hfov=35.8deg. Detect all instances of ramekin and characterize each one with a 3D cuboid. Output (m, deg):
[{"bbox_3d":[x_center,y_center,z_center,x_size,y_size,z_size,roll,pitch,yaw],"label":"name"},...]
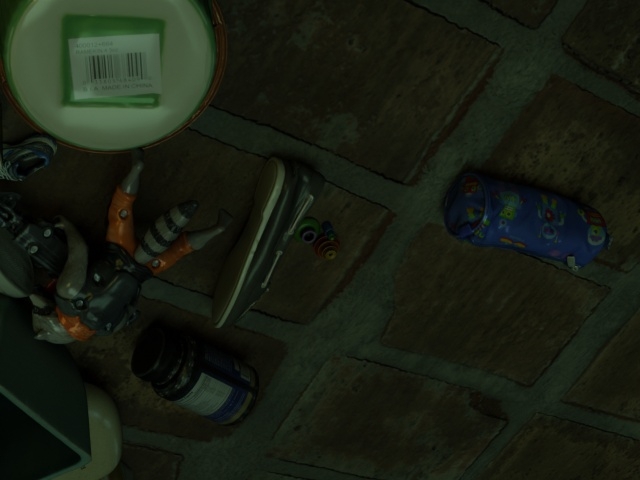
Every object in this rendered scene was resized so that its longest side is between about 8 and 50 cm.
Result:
[{"bbox_3d":[-0.281,-0.267,1.320,0.303,0.148,0.303,-9,128,-12],"label":"ramekin"}]

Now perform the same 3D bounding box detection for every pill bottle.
[{"bbox_3d":[-0.225,0.241,1.779,0.219,0.123,0.123,34,110,-35],"label":"pill bottle"}]

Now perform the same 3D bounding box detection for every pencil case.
[{"bbox_3d":[0.370,-0.028,1.777,0.306,0.133,0.119,13,153,-26],"label":"pencil case"}]

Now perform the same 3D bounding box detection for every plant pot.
[{"bbox_3d":[-0.523,0.230,1.572,0.247,0.252,0.248,-24,131,15],"label":"plant pot"}]

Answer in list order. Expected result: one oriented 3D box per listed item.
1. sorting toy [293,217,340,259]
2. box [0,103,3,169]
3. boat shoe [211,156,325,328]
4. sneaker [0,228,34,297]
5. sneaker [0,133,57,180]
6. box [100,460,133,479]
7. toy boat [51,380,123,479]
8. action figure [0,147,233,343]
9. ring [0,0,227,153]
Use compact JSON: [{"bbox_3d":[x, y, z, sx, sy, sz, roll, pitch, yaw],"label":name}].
[{"bbox_3d":[0.000,0.000,1.726,0.102,0.042,0.061,33,110,-35],"label":"sorting toy"},{"bbox_3d":[-0.580,-0.151,1.332,0.290,0.169,0.087,-11,128,-12],"label":"box"},{"bbox_3d":[-0.090,0.018,1.665,0.095,0.112,0.335,14,117,-22],"label":"boat shoe"},{"bbox_3d":[-0.577,0.002,1.506,0.169,0.108,0.292,-19,134,14],"label":"sneaker"},{"bbox_3d":[-0.458,-0.114,1.468,0.135,0.058,0.052,-20,130,8],"label":"sneaker"},{"bbox_3d":[-0.464,0.508,1.903,0.203,0.114,0.103,-31,130,4],"label":"box"},{"bbox_3d":[-0.516,0.347,1.763,0.318,0.148,0.267,-16,135,-17],"label":"toy boat"},{"bbox_3d":[-0.340,0.017,1.505,0.330,0.178,0.341,-50,128,4],"label":"action figure"},{"bbox_3d":[-0.298,-0.265,1.432,0.336,0.032,0.337,-9,127,-12],"label":"ring"}]
